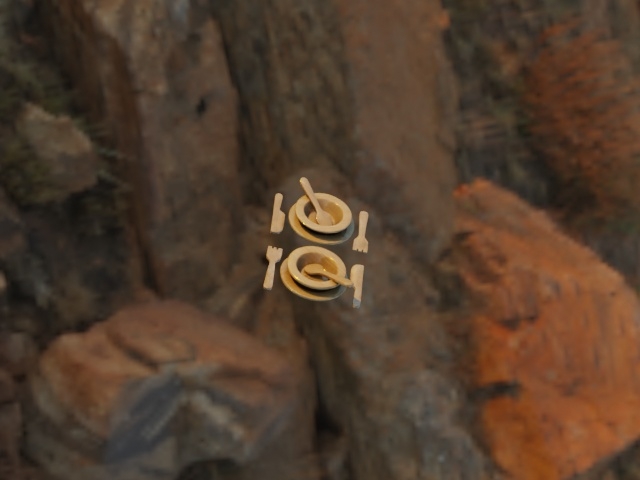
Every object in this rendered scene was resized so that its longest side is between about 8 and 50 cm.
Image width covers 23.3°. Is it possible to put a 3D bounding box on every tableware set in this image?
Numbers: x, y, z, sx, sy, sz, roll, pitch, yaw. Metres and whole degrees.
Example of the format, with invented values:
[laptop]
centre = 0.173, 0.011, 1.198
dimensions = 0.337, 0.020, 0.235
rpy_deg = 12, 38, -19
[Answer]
[tableware set]
centre = 0.000, 0.000, 1.971
dimensions = 0.194, 0.128, 0.039
rpy_deg = -84, -173, -49
